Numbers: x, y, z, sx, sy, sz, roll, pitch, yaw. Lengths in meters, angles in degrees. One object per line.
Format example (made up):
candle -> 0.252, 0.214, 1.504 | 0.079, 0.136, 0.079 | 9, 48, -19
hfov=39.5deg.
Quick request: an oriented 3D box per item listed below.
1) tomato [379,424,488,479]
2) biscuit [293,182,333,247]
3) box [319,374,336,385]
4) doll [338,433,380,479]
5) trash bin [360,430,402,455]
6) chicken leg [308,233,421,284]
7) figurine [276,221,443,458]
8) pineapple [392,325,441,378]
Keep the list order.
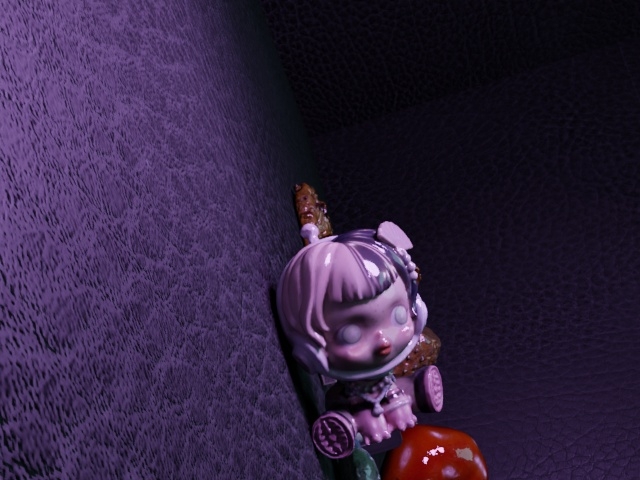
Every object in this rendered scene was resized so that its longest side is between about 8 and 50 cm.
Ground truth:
tomato -> 0.255, 0.580, 2.137 | 0.226, 0.299, 0.298 | 19, -49, 60
biscuit -> 0.001, 0.002, 2.467 | 0.289, 0.081, 0.334 | 64, 12, -64
box -> -0.012, 0.168, 1.821 | 0.132, 0.034, 0.235 | -69, 142, -85
doll -> 0.067, 0.425, 1.594 | 0.103, 0.072, 0.214 | 56, 23, -51
trash bin -> 0.112, 0.406, 2.097 | 0.225, 0.115, 0.165 | 75, -2, -83
chicken leg -> 0.083, 0.079, 2.124 | 0.409, 0.295, 0.182 | 176, -84, -82
figurine -> 0.045, 0.160, 1.464 | 0.211, 0.253, 0.361 | 8, -65, 45
pineapple -> 0.182, 0.372, 2.333 | 0.340, 0.169, 0.169 | -64, 180, 5
